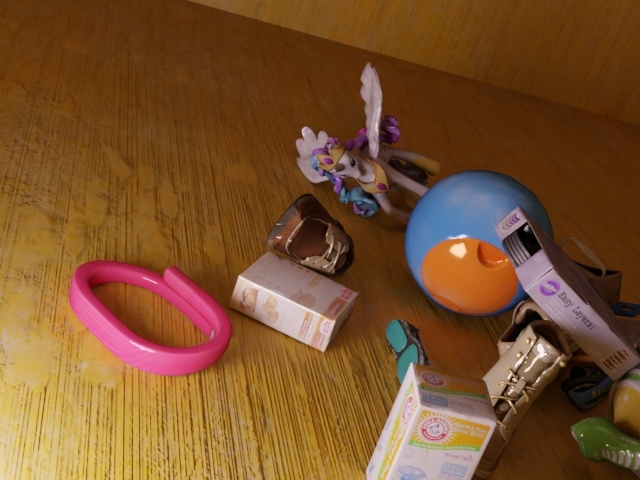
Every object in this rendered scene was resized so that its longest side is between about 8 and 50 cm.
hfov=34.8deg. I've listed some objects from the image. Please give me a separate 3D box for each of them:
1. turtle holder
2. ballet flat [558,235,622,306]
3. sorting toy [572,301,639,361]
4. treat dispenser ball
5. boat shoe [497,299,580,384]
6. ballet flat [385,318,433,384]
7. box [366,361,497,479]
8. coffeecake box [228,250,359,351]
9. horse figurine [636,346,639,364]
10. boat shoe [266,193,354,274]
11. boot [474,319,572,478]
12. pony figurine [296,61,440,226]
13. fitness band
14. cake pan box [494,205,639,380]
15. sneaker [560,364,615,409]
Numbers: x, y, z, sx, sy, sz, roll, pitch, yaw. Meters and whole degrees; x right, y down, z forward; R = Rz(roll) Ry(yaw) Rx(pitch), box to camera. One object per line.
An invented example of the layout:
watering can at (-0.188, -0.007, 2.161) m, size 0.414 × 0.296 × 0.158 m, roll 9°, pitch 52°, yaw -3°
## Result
turtle holder at (0.580, 0.316, 1.681) m, size 0.320 × 0.243 × 0.227 m, roll -37°, pitch 33°, yaw -17°
ballet flat at (0.520, 0.037, 2.292) m, size 0.342 × 0.124 × 0.116 m, roll 28°, pitch 25°, yaw 18°
sorting toy at (0.548, 0.193, 2.038) m, size 0.196 × 0.047 × 0.348 m, roll 3°, pitch 15°, yaw 28°
treat dispenser ball at (0.309, 0.005, 1.998) m, size 0.288 × 0.288 × 0.288 m, roll 16°, pitch 25°, yaw -8°
boat shoe at (0.418, 0.161, 1.900) m, size 0.122 × 0.110 × 0.341 m, roll -9°, pitch 16°, yaw 30°
ballet flat at (0.163, 0.201, 1.762) m, size 0.070 × 0.070 × 0.188 m, roll 13°, pitch 28°, yaw -14°
box at (0.147, 0.284, 1.397) m, size 0.114 × 0.203 × 0.103 m, roll 16°, pitch 25°, yaw -9°
coffeecake box at (-0.044, 0.104, 1.794) m, size 0.185 × 0.068 × 0.142 m, roll 25°, pitch 24°, yaw 11°
horse figurine at (0.724, 0.273, 2.021) m, size 0.263 × 0.066 × 0.174 m, roll 10°, pitch 25°, yaw -30°
boat shoe at (0.000, 0.000, 1.893) m, size 0.120 × 0.122 × 0.324 m, roll 38°, pitch 5°, yaw 14°
boot at (0.299, 0.240, 1.596) m, size 0.095 × 0.203 × 0.262 m, roll 38°, pitch 26°, yaw 6°
pony figurine at (0.120, -0.191, 2.347) m, size 0.363 × 0.303 × 0.351 m, roll 25°, pitch 29°, yaw -26°
fitness band at (-0.272, 0.116, 1.626) m, size 0.209 × 0.054 × 0.291 m, roll -12°, pitch 38°, yaw -45°
cake pan box at (0.421, 0.083, 1.765) m, size 0.267 × 0.070 × 0.245 m, roll 43°, pitch 15°, yaw -22°
sneaker at (0.508, 0.254, 1.898) m, size 0.078 × 0.067 × 0.188 m, roll 38°, pitch 32°, yaw 27°
